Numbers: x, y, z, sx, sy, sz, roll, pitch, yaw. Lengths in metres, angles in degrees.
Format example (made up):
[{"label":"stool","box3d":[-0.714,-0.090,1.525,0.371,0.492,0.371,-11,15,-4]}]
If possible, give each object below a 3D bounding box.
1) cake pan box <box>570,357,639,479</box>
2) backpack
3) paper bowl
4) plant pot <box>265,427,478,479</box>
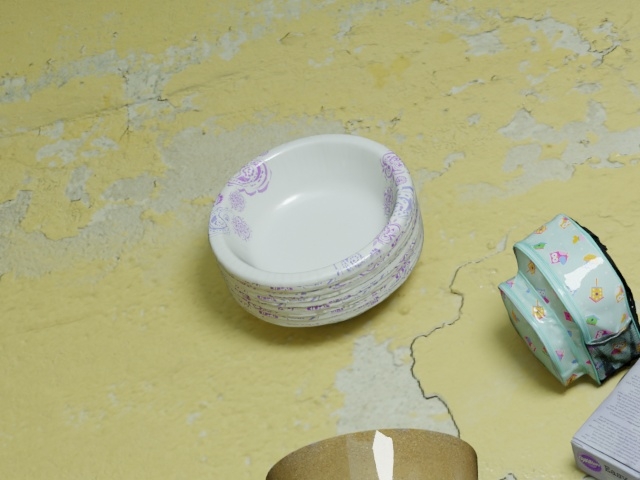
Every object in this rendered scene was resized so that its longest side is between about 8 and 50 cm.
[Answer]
[{"label":"cake pan box","box3d":[0.455,0.213,1.601,0.266,0.070,0.246,25,56,36]},{"label":"backpack","box3d":[0.300,0.070,1.705,0.144,0.188,0.166,-26,45,-7]},{"label":"paper bowl","box3d":[0.000,0.000,1.903,0.284,0.148,0.284,-9,45,9]},{"label":"plant pot","box3d":[0.072,0.363,1.491,0.237,0.237,0.254,-12,59,7]}]
